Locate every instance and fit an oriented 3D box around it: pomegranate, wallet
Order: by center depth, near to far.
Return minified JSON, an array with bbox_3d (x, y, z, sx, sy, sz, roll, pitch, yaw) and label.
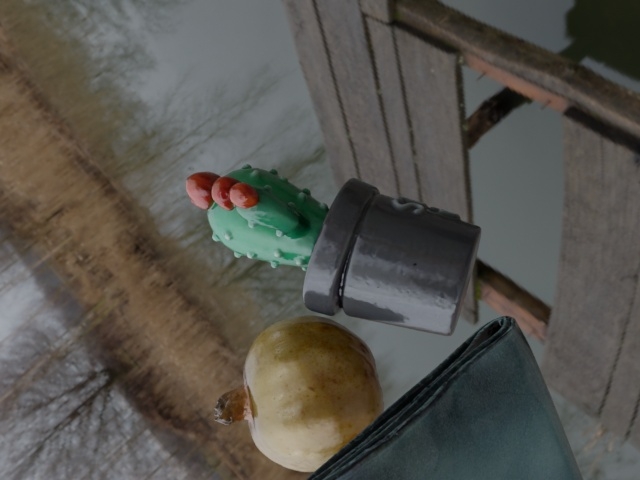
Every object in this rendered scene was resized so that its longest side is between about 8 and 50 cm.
[{"bbox_3d":[0.124,0.224,0.606,0.054,0.290,0.251,-15,100,46],"label":"wallet"},{"bbox_3d":[-0.013,0.204,1.036,0.207,0.207,0.207,44,164,16],"label":"pomegranate"}]

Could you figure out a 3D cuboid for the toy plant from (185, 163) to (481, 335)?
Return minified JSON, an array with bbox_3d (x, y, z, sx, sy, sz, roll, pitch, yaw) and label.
[{"bbox_3d":[0.004,-0.004,1.034,0.400,0.279,0.185,17,114,13],"label":"toy plant"}]
